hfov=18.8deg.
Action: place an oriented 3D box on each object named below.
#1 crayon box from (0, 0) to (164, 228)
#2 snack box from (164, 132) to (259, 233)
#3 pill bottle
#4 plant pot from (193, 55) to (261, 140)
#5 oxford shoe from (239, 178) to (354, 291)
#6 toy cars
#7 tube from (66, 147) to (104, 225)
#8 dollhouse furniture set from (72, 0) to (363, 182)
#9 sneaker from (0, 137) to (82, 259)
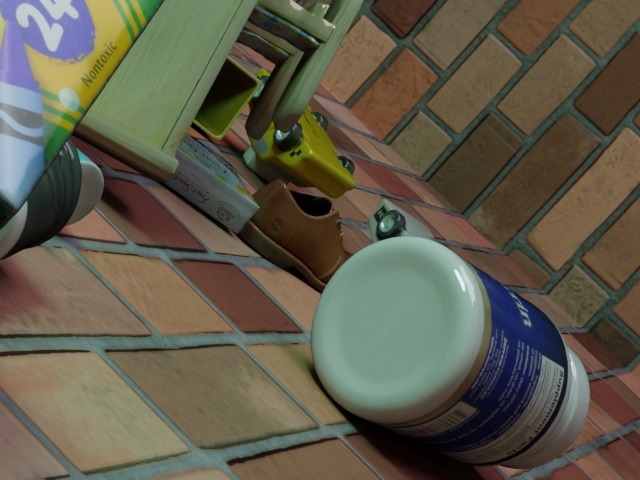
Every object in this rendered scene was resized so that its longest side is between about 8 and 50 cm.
[{"bbox_3d":[-0.233,-0.159,0.858,0.323,0.083,0.203,40,43,-13],"label":"crayon box"},{"bbox_3d":[-0.129,-0.074,1.775,0.141,0.037,0.100,35,12,-31],"label":"snack box"},{"bbox_3d":[0.118,0.105,1.615,0.153,0.153,0.264,48,10,34],"label":"pill bottle"},{"bbox_3d":[-0.131,-0.173,2.131,0.081,0.081,0.083,37,-1,-30],"label":"plant pot"},{"bbox_3d":[0.000,0.000,1.871,0.076,0.076,0.212,46,8,34],"label":"oxford shoe"},{"bbox_3d":[0.032,-0.029,2.145,0.394,0.087,0.176,47,14,10],"label":"toy cars"},{"bbox_3d":[-0.230,-0.085,1.373,0.207,0.052,0.080,41,-5,37],"label":"tube"},{"bbox_3d":[-0.172,-0.197,1.682,0.362,0.256,0.394,30,-7,-12],"label":"dollhouse furniture set"},{"bbox_3d":[-0.254,-0.097,1.144,0.296,0.104,0.147,50,8,11],"label":"sneaker"}]
